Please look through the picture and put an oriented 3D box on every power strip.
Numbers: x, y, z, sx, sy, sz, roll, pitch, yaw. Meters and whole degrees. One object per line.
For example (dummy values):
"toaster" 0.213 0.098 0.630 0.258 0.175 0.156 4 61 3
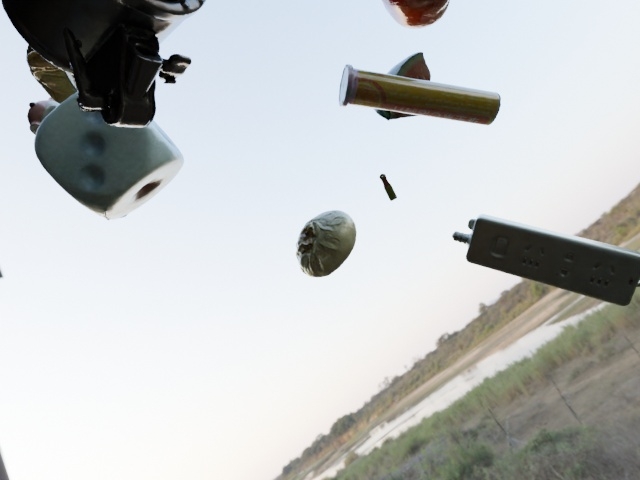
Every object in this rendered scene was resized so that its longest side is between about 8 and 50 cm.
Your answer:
"power strip" 0.417 0.028 0.807 0.058 0.338 0.098 -26 -51 -61

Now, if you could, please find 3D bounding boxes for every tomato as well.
"tomato" 0.254 -0.697 1.164 0.188 0.232 0.232 -8 -24 -2

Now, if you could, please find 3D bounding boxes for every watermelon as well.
"watermelon" 0.249 -0.426 1.233 0.136 0.202 0.207 82 -161 -57

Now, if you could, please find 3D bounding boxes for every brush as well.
"brush" 0.152 -0.125 0.980 0.018 0.021 0.083 -26 -47 12

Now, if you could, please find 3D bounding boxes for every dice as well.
"dice" -0.555 -0.236 1.157 0.268 0.262 0.264 -40 6 -1

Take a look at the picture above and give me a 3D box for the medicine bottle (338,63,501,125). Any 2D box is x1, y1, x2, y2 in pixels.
"medicine bottle" 0.268 -0.385 1.152 0.425 0.108 0.108 5 -33 -9

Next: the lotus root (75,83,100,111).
"lotus root" -0.447 -0.325 0.892 0.088 0.192 0.113 -15 -49 15

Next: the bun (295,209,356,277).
"bun" 0.000 0.000 1.273 0.127 0.222 0.222 35 -69 -30

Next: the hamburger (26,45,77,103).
"hamburger" -0.762 -0.491 1.245 0.130 0.124 0.262 -5 -19 -10

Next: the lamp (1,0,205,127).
"lamp" -0.295 -0.375 0.596 0.272 0.374 0.205 -40 -15 34

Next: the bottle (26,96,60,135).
"bottle" -0.814 -0.371 1.387 0.236 0.148 0.147 19 -50 -24
